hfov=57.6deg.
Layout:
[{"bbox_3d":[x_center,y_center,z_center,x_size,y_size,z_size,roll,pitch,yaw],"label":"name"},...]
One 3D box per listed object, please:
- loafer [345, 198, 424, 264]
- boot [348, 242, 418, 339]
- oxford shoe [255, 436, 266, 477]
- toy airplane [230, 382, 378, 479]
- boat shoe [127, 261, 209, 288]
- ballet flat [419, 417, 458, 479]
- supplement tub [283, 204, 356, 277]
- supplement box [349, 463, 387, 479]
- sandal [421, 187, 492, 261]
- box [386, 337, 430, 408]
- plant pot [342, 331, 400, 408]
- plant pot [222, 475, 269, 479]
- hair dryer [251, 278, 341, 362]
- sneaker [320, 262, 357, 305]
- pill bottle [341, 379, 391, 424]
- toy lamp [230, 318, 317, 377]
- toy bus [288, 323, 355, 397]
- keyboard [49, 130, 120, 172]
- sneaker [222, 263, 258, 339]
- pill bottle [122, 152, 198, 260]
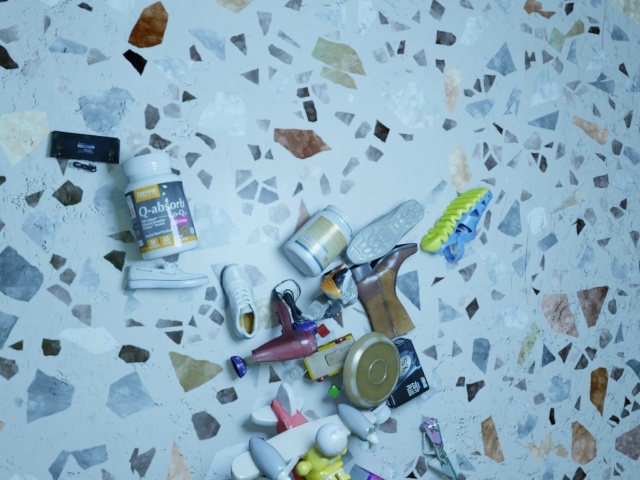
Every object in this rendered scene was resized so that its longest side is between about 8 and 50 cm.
[{"bbox_3d":[0.204,-0.019,1.886,0.320,0.111,0.112,-33,86,-23],"label":"loafer"},{"bbox_3d":[0.250,0.168,1.901,0.264,0.096,0.280,-28,97,-21],"label":"boot"},{"bbox_3d":[-0.153,0.677,1.723,0.096,0.083,0.227,-15,103,-23],"label":"oxford shoe"},{"bbox_3d":[-0.022,0.564,1.623,0.385,0.272,0.386,30,42,-9],"label":"toy airplane"},{"bbox_3d":[-0.430,0.097,1.655,0.226,0.083,0.075,-1,87,-20],"label":"boat shoe"},{"bbox_3d":[0.384,0.700,1.931,0.079,0.077,0.221,-20,88,-3],"label":"ballet flat"},{"bbox_3d":[0.000,0.000,1.792,0.199,0.144,0.144,-45,102,-17],"label":"supplement tub"},{"bbox_3d":[0.191,0.809,1.822,0.220,0.111,0.113,34,75,-16],"label":"supplement box"},{"bbox_3d":[0.484,-0.050,1.999,0.138,0.126,0.317,45,81,-16],"label":"sandal"},{"bbox_3d":[0.249,0.428,1.890,0.147,0.077,0.180,-22,94,-21],"label":"box"},{"bbox_3d":[0.165,0.395,1.760,0.236,0.032,0.236,-2,93,-38],"label":"plant pot"},{"bbox_3d":[-0.193,0.853,1.532,0.334,0.305,0.333,-2,100,-13],"label":"plant pot"},{"bbox_3d":[-0.096,0.260,1.723,0.293,0.224,0.080,-47,146,-34],"label":"hair dryer"},{"bbox_3d":[0.072,0.147,1.748,0.099,0.262,0.121,-30,95,8],"label":"sneaker"},{"bbox_3d":[0.148,0.495,1.838,0.094,0.094,0.169,-38,100,-19],"label":"pill bottle"},{"bbox_3d":[-0.134,0.316,1.754,0.275,0.080,0.080,-25,95,-21],"label":"toy lamp"},{"bbox_3d":[0.030,0.362,1.795,0.202,0.104,0.190,23,91,4],"label":"toy bus"},{"bbox_3d":[-0.657,-0.244,1.629,0.180,0.023,0.108,3,78,-20],"label":"keyboard"},{"bbox_3d":[-0.229,0.178,1.721,0.088,0.092,0.228,-14,90,-19],"label":"sneaker"},{"bbox_3d":[-0.450,-0.093,1.621,0.162,0.162,0.278,-16,92,-21],"label":"pill bottle"}]
